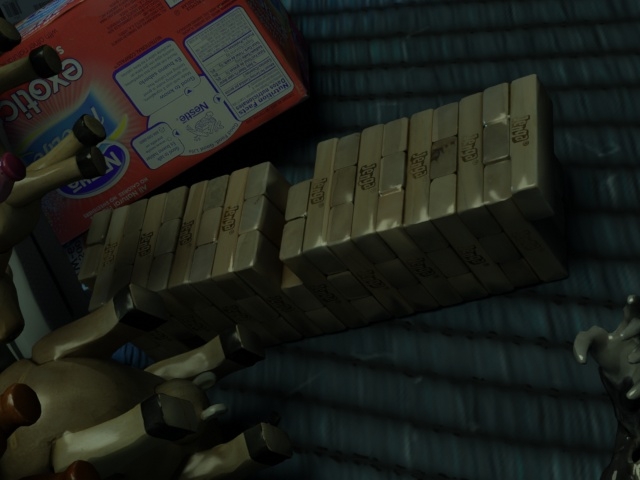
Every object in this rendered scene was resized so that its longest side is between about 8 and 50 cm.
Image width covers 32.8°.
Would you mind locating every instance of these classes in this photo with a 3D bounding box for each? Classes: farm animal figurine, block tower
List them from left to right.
[{"bbox_3d":[-0.163,0.076,0.609,0.172,0.327,0.330,-30,42,20],"label":"farm animal figurine"},{"bbox_3d":[0.000,0.000,0.714,0.336,0.097,0.091,-16,49,28],"label":"block tower"}]

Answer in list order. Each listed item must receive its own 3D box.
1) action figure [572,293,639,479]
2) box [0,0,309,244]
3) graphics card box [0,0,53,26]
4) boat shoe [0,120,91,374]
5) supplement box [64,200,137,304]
[{"bbox_3d":[0.191,0.083,0.480,0.164,0.141,0.275,21,69,31],"label":"action figure"},{"bbox_3d":[-0.171,-0.119,0.862,0.300,0.154,0.142,-30,23,14],"label":"box"},{"bbox_3d":[-0.411,-0.171,1.004,0.233,0.094,0.371,-20,16,27],"label":"graphics card box"},{"bbox_3d":[-0.278,-0.042,0.744,0.119,0.335,0.121,-20,15,7],"label":"boat shoe"},{"bbox_3d":[-0.169,0.021,0.857,0.098,0.036,0.062,-38,43,5],"label":"supplement box"}]
